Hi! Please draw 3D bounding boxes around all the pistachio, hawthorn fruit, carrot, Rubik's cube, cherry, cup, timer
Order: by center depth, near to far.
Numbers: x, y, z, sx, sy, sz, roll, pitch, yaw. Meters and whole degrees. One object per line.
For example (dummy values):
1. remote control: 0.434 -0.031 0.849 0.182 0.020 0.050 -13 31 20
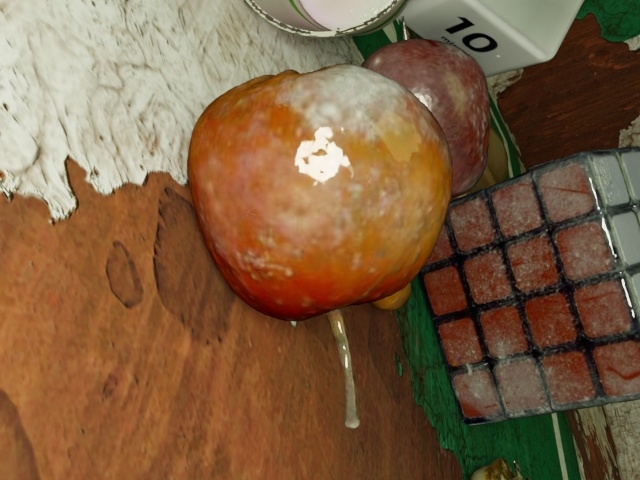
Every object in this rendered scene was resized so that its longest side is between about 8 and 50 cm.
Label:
1. hawthorn fruit: -0.010 -0.040 0.770 0.231 0.262 0.235 25 23 -9
2. carrot: 0.038 0.031 1.031 0.062 0.066 0.271 29 -2 36
3. cup: 0.028 -0.381 1.163 0.274 0.253 0.253 -24 93 -77
4. timer: 0.261 -0.378 1.292 0.192 0.194 0.195 32 -8 -19
5. cherry: 0.150 -0.198 1.314 0.236 0.213 0.285 -15 90 -54
6. Rubik's cube: 0.392 0.063 1.321 0.337 0.345 0.343 -10 84 -43
7. pistachio: 0.258 -0.175 1.637 0.260 0.163 0.213 49 -5 -39

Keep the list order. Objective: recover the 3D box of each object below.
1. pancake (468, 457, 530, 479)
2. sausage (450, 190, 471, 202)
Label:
1. pancake: 0.308 0.495 1.233 0.382 0.071 0.382 54 24 -37
2. sausage: 0.237 -0.019 1.513 0.270 0.109 0.109 69 20 -2
